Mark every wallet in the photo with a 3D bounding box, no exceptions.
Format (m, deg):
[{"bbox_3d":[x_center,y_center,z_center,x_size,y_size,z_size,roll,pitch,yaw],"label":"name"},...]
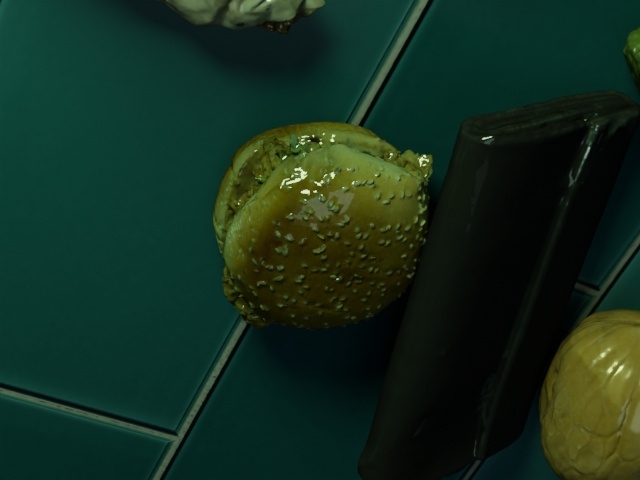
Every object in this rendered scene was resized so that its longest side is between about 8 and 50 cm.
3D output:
[{"bbox_3d":[0.168,0.057,1.089,0.228,0.062,0.406,-13,130,-36],"label":"wallet"}]

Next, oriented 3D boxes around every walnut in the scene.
[{"bbox_3d":[0.307,0.165,1.168,0.165,0.165,0.197,10,123,-15],"label":"walnut"}]

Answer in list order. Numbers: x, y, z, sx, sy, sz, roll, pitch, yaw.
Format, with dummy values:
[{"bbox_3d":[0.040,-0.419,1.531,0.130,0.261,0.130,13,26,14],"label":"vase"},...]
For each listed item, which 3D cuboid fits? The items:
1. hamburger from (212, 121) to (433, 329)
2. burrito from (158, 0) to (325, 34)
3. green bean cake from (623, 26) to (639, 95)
[{"bbox_3d":[0.000,0.000,1.037,0.189,0.122,0.215,15,122,-22],"label":"hamburger"},{"bbox_3d":[-0.160,-0.267,0.844,0.117,0.076,0.392,-33,131,27],"label":"burrito"},{"bbox_3d":[0.390,-0.078,0.975,0.156,0.247,0.250,-28,122,10],"label":"green bean cake"}]
